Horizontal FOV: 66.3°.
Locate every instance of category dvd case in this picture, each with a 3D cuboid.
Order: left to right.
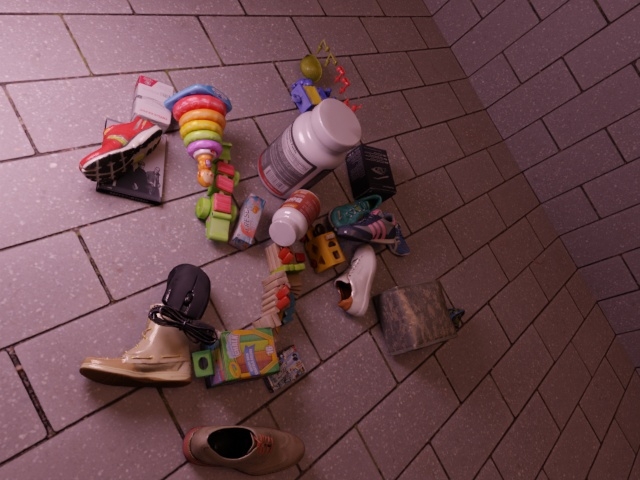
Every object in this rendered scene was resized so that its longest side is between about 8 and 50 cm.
[{"bbox_3d":[-0.549,-0.231,1.439,0.179,0.030,0.238,13,60,-33],"label":"dvd case"}]

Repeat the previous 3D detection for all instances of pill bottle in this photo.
[{"bbox_3d":[-0.085,-0.073,1.614,0.121,0.121,0.216,47,34,-10],"label":"pill bottle"},{"bbox_3d":[-0.041,-0.302,1.651,0.210,0.363,0.210,18,58,-32],"label":"pill bottle"}]

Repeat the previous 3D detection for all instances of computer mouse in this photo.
[{"bbox_3d":[-0.343,0.143,1.304,0.189,0.072,0.272,30,22,-25],"label":"computer mouse"}]

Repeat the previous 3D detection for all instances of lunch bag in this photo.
[{"bbox_3d":[0.367,0.280,1.820,0.287,0.169,0.235,-4,71,-35],"label":"lunch bag"}]

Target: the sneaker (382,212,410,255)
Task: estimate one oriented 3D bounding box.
[{"bbox_3d":[0.295,-0.023,1.973,0.211,0.081,0.080,48,46,-11],"label":"sneaker"}]

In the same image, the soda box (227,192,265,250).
[{"bbox_3d":[-0.236,-0.060,1.579,0.058,0.063,0.183,30,53,-24],"label":"soda box"}]

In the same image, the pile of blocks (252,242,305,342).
[{"bbox_3d":[-0.107,0.157,1.539,0.149,0.113,0.362,23,56,-28],"label":"pile of blocks"}]

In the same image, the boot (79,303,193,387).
[{"bbox_3d":[-0.449,0.257,1.230,0.262,0.095,0.203,12,57,-26],"label":"boot"}]

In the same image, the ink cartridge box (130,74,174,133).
[{"bbox_3d":[-0.525,-0.423,1.531,0.109,0.063,0.150,15,60,-33],"label":"ink cartridge box"}]

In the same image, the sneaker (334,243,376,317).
[{"bbox_3d":[0.121,0.119,1.744,0.123,0.106,0.290,27,53,-24],"label":"sneaker"}]

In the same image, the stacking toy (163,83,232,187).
[{"bbox_3d":[-0.357,-0.302,1.488,0.175,0.166,0.301,23,54,-59],"label":"stacking toy"}]

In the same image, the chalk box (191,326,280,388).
[{"bbox_3d":[-0.241,0.321,1.335,0.213,0.132,0.132,0,68,-39],"label":"chalk box"}]

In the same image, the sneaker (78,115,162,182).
[{"bbox_3d":[-0.572,-0.261,1.370,0.118,0.107,0.279,35,45,5],"label":"sneaker"}]

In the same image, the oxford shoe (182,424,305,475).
[{"bbox_3d":[-0.172,0.546,1.277,0.348,0.130,0.122,15,60,-32],"label":"oxford shoe"}]

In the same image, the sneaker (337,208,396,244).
[{"bbox_3d":[0.173,-0.056,1.812,0.319,0.112,0.131,5,92,-53],"label":"sneaker"}]

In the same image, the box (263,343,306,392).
[{"bbox_3d":[-0.115,0.384,1.476,0.137,0.027,0.093,-21,84,-43],"label":"box"}]

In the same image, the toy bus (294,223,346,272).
[{"bbox_3d":[0.009,0.010,1.711,0.202,0.104,0.190,31,52,-23],"label":"toy bus"}]

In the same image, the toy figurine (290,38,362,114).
[{"bbox_3d":[-0.030,-0.606,1.945,0.217,0.191,0.362,-20,81,-38],"label":"toy figurine"}]

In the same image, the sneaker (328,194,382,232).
[{"bbox_3d":[0.132,-0.114,1.869,0.275,0.110,0.107,-32,87,-43],"label":"sneaker"}]

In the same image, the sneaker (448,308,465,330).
[{"bbox_3d":[0.537,0.336,2.008,0.188,0.067,0.078,-34,113,-45],"label":"sneaker"}]

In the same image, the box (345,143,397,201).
[{"bbox_3d":[0.204,-0.271,2.007,0.153,0.108,0.207,6,65,-37],"label":"box"}]

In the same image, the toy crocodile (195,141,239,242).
[{"bbox_3d":[-0.314,-0.154,1.536,0.115,0.105,0.340,17,59,-32],"label":"toy crocodile"}]
